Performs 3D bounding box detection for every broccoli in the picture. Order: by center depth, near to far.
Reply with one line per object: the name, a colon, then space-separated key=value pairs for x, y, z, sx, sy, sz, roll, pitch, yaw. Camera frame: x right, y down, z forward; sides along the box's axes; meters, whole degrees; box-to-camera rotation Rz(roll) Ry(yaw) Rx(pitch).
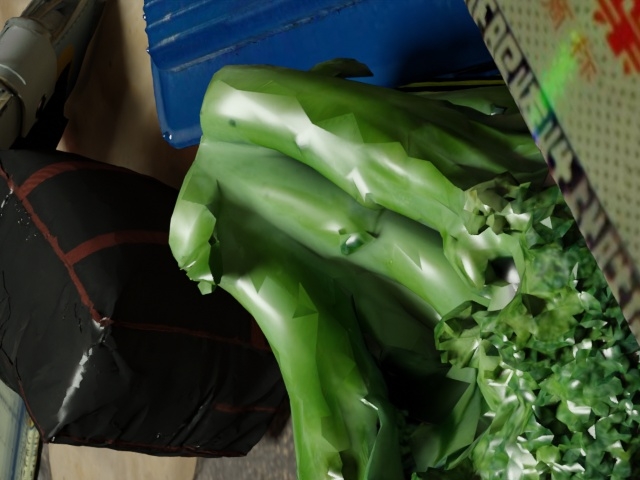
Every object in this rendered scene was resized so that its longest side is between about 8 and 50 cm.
broccoli: x=0.057 y=0.041 z=0.585 sx=0.245 sy=0.265 sz=0.294 roll=33 pitch=154 yaw=14

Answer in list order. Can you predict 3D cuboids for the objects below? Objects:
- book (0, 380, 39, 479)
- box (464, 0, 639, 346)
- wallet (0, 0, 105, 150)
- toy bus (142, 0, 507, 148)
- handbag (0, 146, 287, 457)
book: x=-0.307 y=0.152 z=1.478 sx=0.228 sy=0.018 sz=0.322 roll=45 pitch=131 yaw=42
box: x=0.183 y=-0.076 z=0.410 sx=0.084 sy=0.310 sz=0.198 roll=-54 pitch=52 yaw=49
wallet: x=-0.224 y=-0.077 z=1.159 sx=0.170 sy=0.069 sz=0.231 roll=119 pitch=174 yaw=-45
toy bus: x=0.049 y=-0.128 z=0.734 sx=0.288 sy=0.175 sz=0.138 roll=-9 pitch=86 yaw=58
handbag: x=-0.126 y=0.042 z=1.043 sx=0.215 sy=0.169 sz=0.155 roll=49 pitch=120 yaw=44
